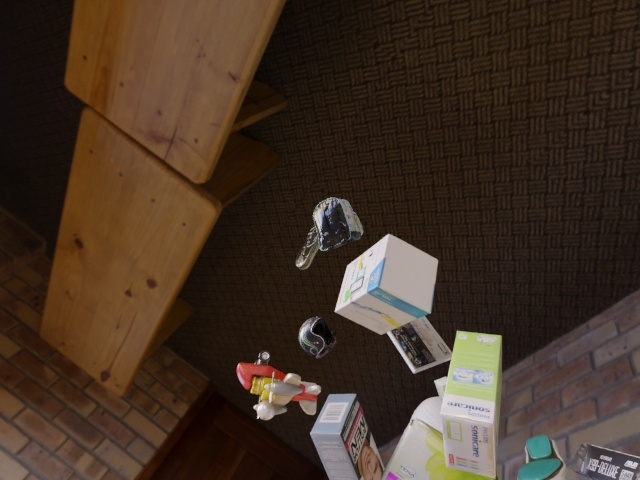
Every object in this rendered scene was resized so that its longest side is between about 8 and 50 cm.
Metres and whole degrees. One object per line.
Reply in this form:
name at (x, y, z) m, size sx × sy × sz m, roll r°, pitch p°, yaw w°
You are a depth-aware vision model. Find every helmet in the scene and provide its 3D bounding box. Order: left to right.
helmet at (-0.022, 0.442, 1.986) m, size 0.161 × 0.169 × 0.169 m, roll 44°, pitch 132°, yaw 24°

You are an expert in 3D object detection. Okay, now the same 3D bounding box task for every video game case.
video game case at (0.352, 0.366, 1.536) m, size 0.190 × 0.173 × 0.022 m, roll 58°, pitch 149°, yaw 38°

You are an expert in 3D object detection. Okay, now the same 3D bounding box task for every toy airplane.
toy airplane at (-0.194, 0.737, 2.051) m, size 0.384 × 0.272 × 0.386 m, roll -4°, pitch 128°, yaw 33°

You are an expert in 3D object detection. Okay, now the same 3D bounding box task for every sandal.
sandal at (-0.001, 0.001, 1.807) m, size 0.086 × 0.302 × 0.120 m, roll 37°, pitch 163°, yaw -23°

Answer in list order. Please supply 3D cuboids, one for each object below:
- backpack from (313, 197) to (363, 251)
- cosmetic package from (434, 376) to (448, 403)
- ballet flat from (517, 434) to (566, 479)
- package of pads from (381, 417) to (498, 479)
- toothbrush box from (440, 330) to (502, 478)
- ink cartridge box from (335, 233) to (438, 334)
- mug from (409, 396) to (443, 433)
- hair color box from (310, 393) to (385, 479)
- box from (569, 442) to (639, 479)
backpack at (0.064, -0.068, 1.657) m, size 0.166 × 0.144 × 0.188 m, roll -28°, pitch 80°, yaw 37°
cosmetic package at (0.387, 0.474, 1.288) m, size 0.041 × 0.060 × 0.115 m, roll -18°, pitch 91°, yaw -9°
ballet flat at (0.700, 0.726, 1.328) m, size 0.139 × 0.400 × 0.139 m, roll -3°, pitch 84°, yaw 27°
package of pads at (0.365, 0.724, 1.327) m, size 0.296 × 0.101 × 0.229 m, roll 27°, pitch 96°, yaw 20°
toothbrush box at (0.395, 0.406, 1.101) m, size 0.122 × 0.283 × 0.206 m, roll 1°, pitch 122°, yaw 24°
ink cartridge box at (0.210, 0.151, 1.398) m, size 0.197 × 0.198 × 0.270 m, roll 27°, pitch 145°, yaw -13°
mug at (0.485, 0.792, 1.594) m, size 0.374 × 0.328 × 0.276 m, roll 38°, pitch 122°, yaw -10°
hair color box at (0.105, 0.729, 1.449) m, size 0.114 × 0.185 × 0.374 m, roll -12°, pitch 107°, yaw 27°
box at (0.726, 0.556, 0.881) m, size 0.307 × 0.076 × 0.242 m, roll 32°, pitch 167°, yaw 14°
